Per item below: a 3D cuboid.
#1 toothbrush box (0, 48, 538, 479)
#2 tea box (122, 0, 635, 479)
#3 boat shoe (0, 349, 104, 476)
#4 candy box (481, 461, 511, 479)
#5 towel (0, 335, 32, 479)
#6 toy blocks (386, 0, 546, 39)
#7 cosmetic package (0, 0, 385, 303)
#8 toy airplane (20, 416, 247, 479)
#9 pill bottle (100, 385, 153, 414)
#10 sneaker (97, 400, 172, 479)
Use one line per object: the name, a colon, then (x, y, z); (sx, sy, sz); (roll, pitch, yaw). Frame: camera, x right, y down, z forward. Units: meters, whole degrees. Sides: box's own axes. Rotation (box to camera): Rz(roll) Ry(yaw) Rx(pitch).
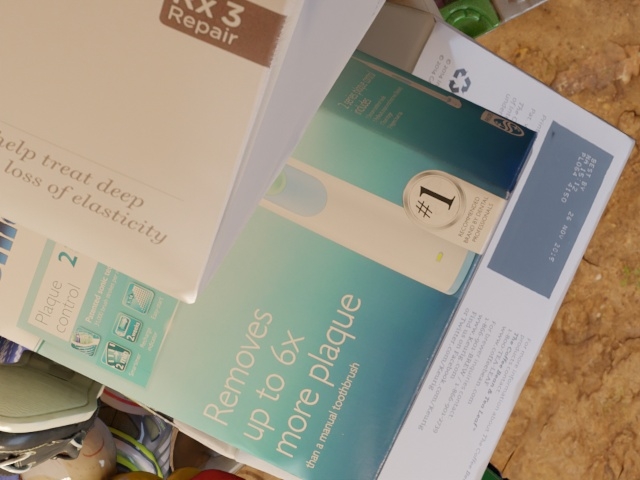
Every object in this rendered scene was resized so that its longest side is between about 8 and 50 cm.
toothbrush box: (-0.055, -0.017, 1.130); (0.216, 0.296, 0.126); (-66, 175, 23)
tea box: (0.000, 0.000, 1.448); (0.323, 0.220, 0.329); (21, -95, 55)
boat shoe: (-0.194, 0.123, 1.281); (0.233, 0.084, 0.079); (3, 109, -85)
candy box: (0.001, 0.326, 1.505); (0.122, 0.317, 0.268); (38, -45, 52)
towel: (-0.267, 0.170, 1.338); (0.336, 0.040, 0.243); (-58, 171, -57)
toy blocks: (0.065, -0.294, 1.833); (0.289, 0.260, 0.309); (-30, -177, -30)
cosmetic package: (-0.057, -0.175, 0.777); (0.385, 0.217, 0.156); (-58, 172, -48)
toy airplane: (-0.187, 0.270, 1.724); (0.384, 0.272, 0.386); (-28, -170, 6)
pill bottle: (-0.156, 0.076, 1.812); (0.087, 0.087, 0.160); (-52, 167, -71)
sneaker: (-0.190, 0.199, 2.016); (0.300, 0.111, 0.121); (103, 9, -79)
